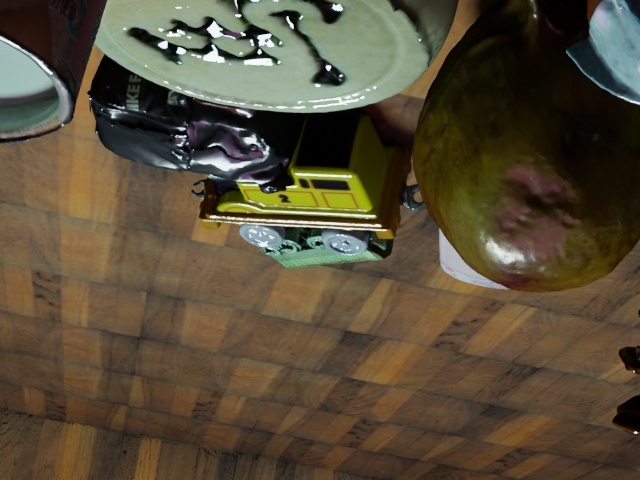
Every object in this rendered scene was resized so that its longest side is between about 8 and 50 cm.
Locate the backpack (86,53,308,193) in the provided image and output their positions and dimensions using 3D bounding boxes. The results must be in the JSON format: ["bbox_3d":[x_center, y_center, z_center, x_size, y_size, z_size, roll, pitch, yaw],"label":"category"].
[{"bbox_3d":[-0.092,-0.107,1.216,0.165,0.120,0.106,8,141,6],"label":"backpack"}]

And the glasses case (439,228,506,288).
[{"bbox_3d":[0.161,-0.020,1.403,0.113,0.075,0.297,5,163,7],"label":"glasses case"}]

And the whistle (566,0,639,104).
[{"bbox_3d":[0.276,-0.125,0.968,0.346,0.134,0.142,11,124,-39],"label":"whistle"}]

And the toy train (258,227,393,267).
[{"bbox_3d":[0.000,0.000,1.610,0.148,0.038,0.071,-6,156,43],"label":"toy train"}]

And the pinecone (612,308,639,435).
[{"bbox_3d":[0.373,0.103,1.339,0.242,0.296,0.298,14,-160,20],"label":"pinecone"}]

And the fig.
[{"bbox_3d":[0.165,-0.098,1.046,0.190,0.191,0.290,12,143,-7],"label":"fig"}]

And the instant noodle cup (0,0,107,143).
[{"bbox_3d":[-0.195,-0.190,0.817,0.242,0.231,0.243,10,163,3],"label":"instant noodle cup"}]

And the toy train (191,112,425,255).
[{"bbox_3d":[-0.017,-0.055,1.382,0.219,0.089,0.127,4,151,19],"label":"toy train"}]

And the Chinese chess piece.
[{"bbox_3d":[-0.037,-0.169,1.011,0.250,0.101,0.250,8,162,3],"label":"Chinese chess piece"}]
